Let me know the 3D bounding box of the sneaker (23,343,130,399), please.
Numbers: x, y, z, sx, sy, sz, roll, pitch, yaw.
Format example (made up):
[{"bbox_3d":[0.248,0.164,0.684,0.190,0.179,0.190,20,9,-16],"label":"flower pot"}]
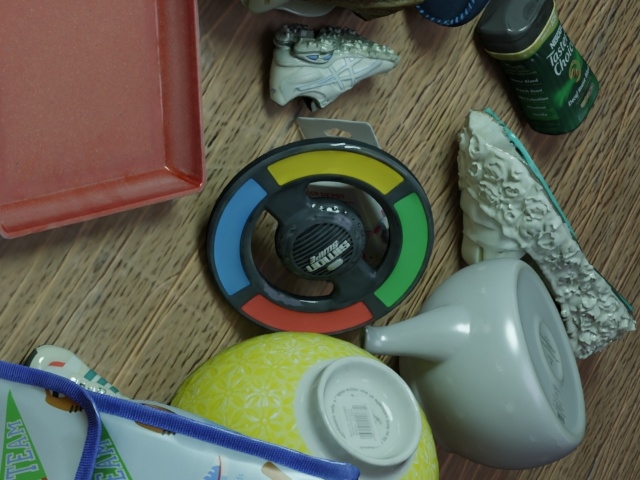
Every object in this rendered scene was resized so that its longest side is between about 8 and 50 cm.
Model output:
[{"bbox_3d":[-0.204,0.147,1.777,0.161,0.075,0.057,48,60,-43],"label":"sneaker"}]

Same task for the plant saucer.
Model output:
[{"bbox_3d":[-0.213,-0.151,1.738,0.258,0.047,0.259,-16,109,-47],"label":"plant saucer"}]

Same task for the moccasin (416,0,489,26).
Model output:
[{"bbox_3d":[0.139,-0.384,2.016,0.117,0.137,0.342,-48,147,-61],"label":"moccasin"}]

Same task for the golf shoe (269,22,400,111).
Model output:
[{"bbox_3d":[0.008,-0.175,1.998,0.176,0.069,0.086,-2,118,-47],"label":"golf shoe"}]

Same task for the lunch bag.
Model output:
[{"bbox_3d":[-0.197,0.289,1.632,0.385,0.239,0.328,18,80,-5],"label":"lunch bag"}]

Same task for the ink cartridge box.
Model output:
[{"bbox_3d":[0.028,-0.036,1.998,0.061,0.104,0.181,-49,130,-33],"label":"ink cartridge box"}]

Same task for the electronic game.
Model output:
[{"bbox_3d":[0.000,0.000,1.919,0.229,0.048,0.229,-5,123,-7],"label":"electronic game"}]

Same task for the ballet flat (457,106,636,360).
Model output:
[{"bbox_3d":[0.244,0.019,2.253,0.409,0.147,0.147,50,59,-41],"label":"ballet flat"}]

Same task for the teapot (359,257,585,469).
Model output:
[{"bbox_3d":[0.173,0.151,2.151,0.256,0.187,0.252,66,20,-11],"label":"teapot"}]

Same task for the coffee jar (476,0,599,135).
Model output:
[{"bbox_3d":[0.253,-0.214,2.252,0.184,0.079,0.096,53,58,-40],"label":"coffee jar"}]

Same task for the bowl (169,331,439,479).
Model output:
[{"bbox_3d":[0.009,0.197,1.865,0.289,0.156,0.290,18,52,-24],"label":"bowl"}]

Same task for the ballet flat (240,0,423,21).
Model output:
[{"bbox_3d":[-0.012,-0.269,1.892,0.342,0.124,0.116,0,62,-62],"label":"ballet flat"}]
